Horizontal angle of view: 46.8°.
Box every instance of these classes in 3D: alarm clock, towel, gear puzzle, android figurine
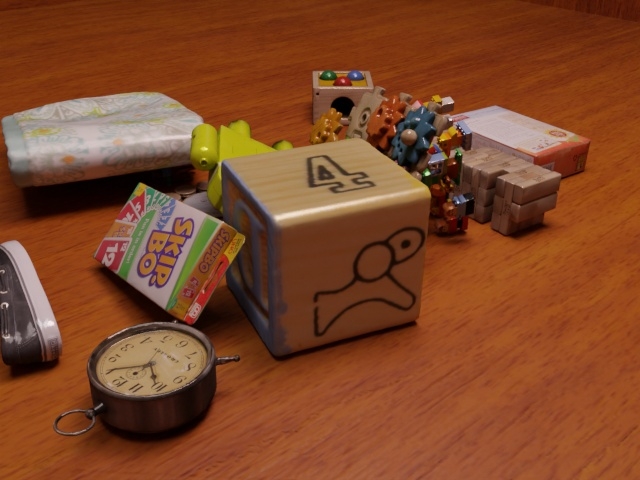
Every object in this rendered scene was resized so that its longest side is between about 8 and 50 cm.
[{"bbox_3d":[-0.187,0.150,0.761,0.129,0.064,0.192,23,32,34],"label":"alarm clock"},{"bbox_3d":[-0.385,-0.189,1.299,0.320,0.090,0.374,-13,23,-19],"label":"towel"},{"bbox_3d":[0.055,-0.148,1.092,0.044,0.176,0.339,20,9,-29],"label":"gear puzzle"},{"bbox_3d":[-0.086,-0.091,1.129,0.248,0.056,0.273,24,29,-20],"label":"android figurine"}]

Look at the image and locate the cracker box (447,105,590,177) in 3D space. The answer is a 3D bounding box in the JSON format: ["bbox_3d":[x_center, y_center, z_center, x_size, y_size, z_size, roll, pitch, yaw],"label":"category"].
[{"bbox_3d":[0.357,-0.180,1.382,0.155,0.067,0.232,-18,35,-32],"label":"cracker box"}]

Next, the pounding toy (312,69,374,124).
[{"bbox_3d":[0.086,-0.300,1.563,0.206,0.094,0.181,0,29,-1],"label":"pounding toy"}]

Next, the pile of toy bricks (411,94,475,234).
[{"bbox_3d":[0.157,-0.095,1.094,0.105,0.212,0.118,-15,46,-8],"label":"pile of toy bricks"}]

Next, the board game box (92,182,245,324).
[{"bbox_3d":[-0.199,0.010,0.938,0.259,0.039,0.124,23,80,47],"label":"board game box"}]

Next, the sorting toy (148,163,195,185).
[{"bbox_3d":[-0.261,-0.119,1.288,0.101,0.042,0.061,-7,12,11],"label":"sorting toy"}]

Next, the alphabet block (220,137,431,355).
[{"bbox_3d":[0.000,0.000,0.915,0.197,0.192,0.193,-11,33,-22],"label":"alphabet block"}]

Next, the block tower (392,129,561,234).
[{"bbox_3d":[0.230,-0.115,1.234,0.097,0.091,0.335,-17,33,-31],"label":"block tower"}]

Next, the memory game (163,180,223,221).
[{"bbox_3d":[-0.173,-0.056,1.194,0.186,0.012,0.186,1,28,-1],"label":"memory game"}]

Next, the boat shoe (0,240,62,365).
[{"bbox_3d":[-0.377,0.075,0.890,0.076,0.080,0.228,-14,40,-29],"label":"boat shoe"}]
